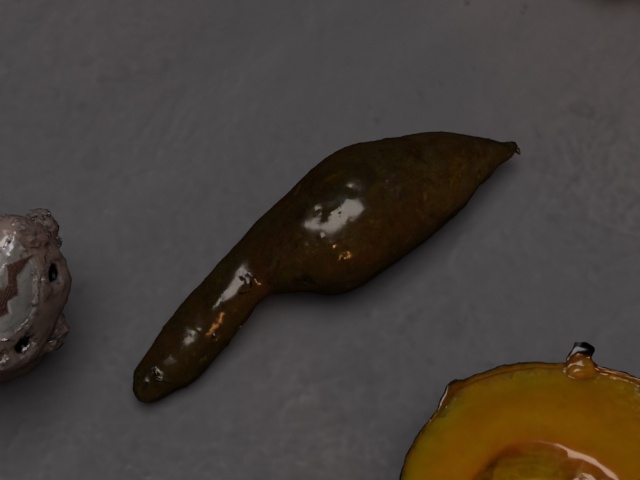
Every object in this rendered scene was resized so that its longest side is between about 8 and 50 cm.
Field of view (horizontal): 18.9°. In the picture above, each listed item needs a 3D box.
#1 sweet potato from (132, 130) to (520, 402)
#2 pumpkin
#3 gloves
[{"bbox_3d":[-0.003,0.000,1.102,0.269,0.075,0.075,-34,72,-8],"label":"sweet potato"},{"bbox_3d":[0.174,0.179,1.025,0.278,0.111,0.163,32,59,12],"label":"pumpkin"},{"bbox_3d":[-0.183,0.029,1.054,0.094,0.144,0.110,10,91,4],"label":"gloves"}]
